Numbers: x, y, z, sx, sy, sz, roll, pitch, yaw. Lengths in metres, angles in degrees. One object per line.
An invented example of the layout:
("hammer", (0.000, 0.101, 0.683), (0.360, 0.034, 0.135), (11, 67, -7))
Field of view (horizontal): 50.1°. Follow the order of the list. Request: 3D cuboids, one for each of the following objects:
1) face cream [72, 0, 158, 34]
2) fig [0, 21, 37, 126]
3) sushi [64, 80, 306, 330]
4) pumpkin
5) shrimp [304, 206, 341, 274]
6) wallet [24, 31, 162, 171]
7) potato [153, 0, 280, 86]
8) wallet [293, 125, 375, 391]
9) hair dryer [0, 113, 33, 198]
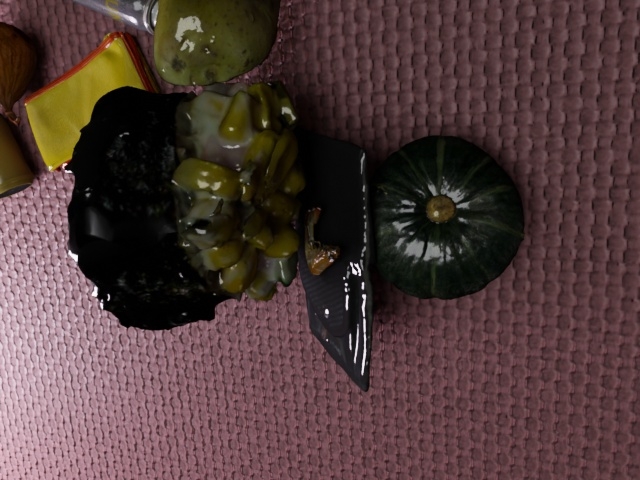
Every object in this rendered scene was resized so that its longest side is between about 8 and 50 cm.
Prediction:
("face cream", (-0.331, -0.385, 1.048), (0.283, 0.073, 0.073), (26, 114, 16))
("fig", (-0.524, -0.260, 1.127), (0.133, 0.146, 0.201), (-35, 81, 44))
("sushi", (-0.153, -0.045, 0.934), (0.285, 0.328, 0.329), (-8, 134, 2))
("pumpkin", (0.154, -0.028, 0.879), (0.211, 0.152, 0.212), (0, 88, 5))
("shrimp", (0.000, 0.000, 0.881), (0.025, 0.127, 0.091), (-2, 89, -19))
("wallet", (-0.373, -0.226, 1.124), (0.241, 0.067, 0.141), (-25, 88, 24))
("potato", (-0.136, -0.334, 0.874), (0.160, 0.111, 0.272), (2, 62, 5))
("wallet", (0.012, 0.016, 0.944), (0.247, 0.041, 0.323), (-147, 53, -63))
("hair dryer", (-0.651, -0.118, 1.276), (0.278, 0.090, 0.135), (-23, 97, 35))
